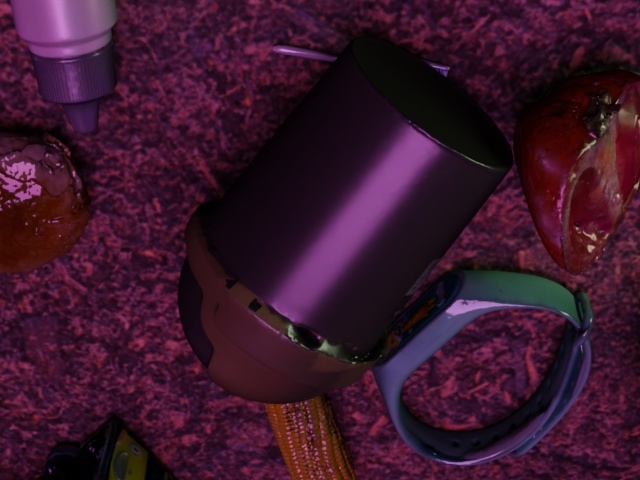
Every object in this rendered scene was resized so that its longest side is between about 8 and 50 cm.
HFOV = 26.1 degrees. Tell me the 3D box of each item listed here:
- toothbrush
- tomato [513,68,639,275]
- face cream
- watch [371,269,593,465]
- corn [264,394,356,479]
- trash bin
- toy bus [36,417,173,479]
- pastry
[{"bbox_3d":[0.037,-0.165,1.250,0.162,0.014,0.017,9,100,-3],"label":"toothbrush"},{"bbox_3d":[0.220,-0.067,1.226,0.099,0.189,0.173,24,151,27],"label":"tomato"},{"bbox_3d":[-0.224,-0.234,1.173,0.092,0.092,0.311,-4,118,4],"label":"face cream"},{"bbox_3d":[0.165,0.125,1.377,0.195,0.068,0.237,35,115,-18],"label":"watch"},{"bbox_3d":[-0.013,0.199,1.422,0.072,0.072,0.203,-14,117,9],"label":"corn"},{"bbox_3d":[0.000,0.000,1.227,0.214,0.214,0.334,30,115,-14],"label":"trash bin"},{"bbox_3d":[-0.271,0.323,1.466,0.262,0.128,0.150,-39,112,22],"label":"toy bus"},{"bbox_3d":[-0.290,-0.037,1.291,0.153,0.081,0.153,-1,117,-2],"label":"pastry"}]
